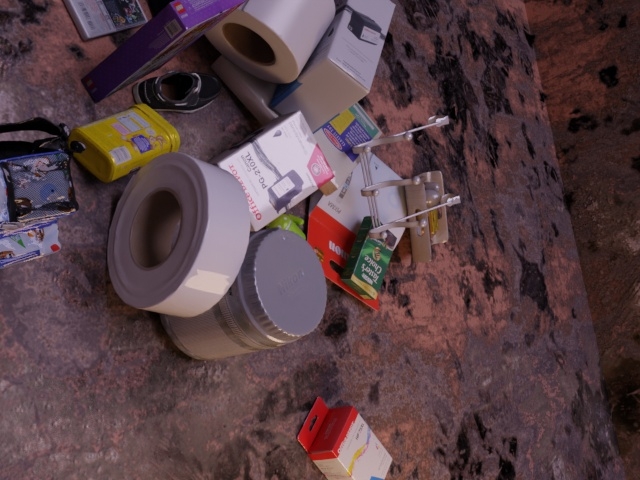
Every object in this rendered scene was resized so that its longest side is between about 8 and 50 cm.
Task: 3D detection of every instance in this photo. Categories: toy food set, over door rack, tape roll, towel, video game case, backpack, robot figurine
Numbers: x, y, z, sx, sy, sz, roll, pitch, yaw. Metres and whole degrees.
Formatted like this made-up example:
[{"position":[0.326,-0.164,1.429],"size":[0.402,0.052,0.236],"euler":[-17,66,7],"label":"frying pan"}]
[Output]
[{"position":[0.316,-0.075,2.209],"size":[0.306,0.092,0.220],"euler":[-28,112,-68],"label":"toy food set"},{"position":[0.235,-0.164,1.941],"size":[0.324,0.108,0.240],"euler":[-24,111,-36],"label":"over door rack"},{"position":[-0.257,-0.011,1.388],"size":[0.100,0.286,0.286],"euler":[19,63,-46],"label":"tape roll"},{"position":[0.000,0.000,1.931],"size":[0.060,0.009,0.083],"euler":[51,43,-28],"label":"towel"},{"position":[-0.446,-0.501,1.544],"size":[0.173,0.022,0.190],"euler":[-38,107,-50],"label":"video game case"},{"position":[-0.112,-0.477,1.658],"size":[0.246,0.246,0.169],"euler":[42,69,-35],"label":"tape roll"},{"position":[-0.516,-0.061,1.124],"size":[0.263,0.276,0.213],"euler":[-9,97,-49],"label":"backpack"},{"position":[-0.079,-0.013,1.788],"size":[0.115,0.067,0.101],"euler":[50,56,-28],"label":"robot figurine"}]

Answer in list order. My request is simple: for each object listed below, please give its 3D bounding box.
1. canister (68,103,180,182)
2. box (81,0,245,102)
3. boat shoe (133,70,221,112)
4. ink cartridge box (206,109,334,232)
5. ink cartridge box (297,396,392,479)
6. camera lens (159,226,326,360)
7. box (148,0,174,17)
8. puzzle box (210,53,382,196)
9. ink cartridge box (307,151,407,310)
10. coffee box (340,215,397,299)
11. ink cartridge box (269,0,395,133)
[{"position":[-0.366,-0.183,1.455],"size":[0.126,0.073,0.170],"euler":[40,40,14],"label":"canister"},{"position":[-0.294,-0.376,1.464],"size":[0.057,0.293,0.201],"euler":[56,40,-12],"label":"box"},{"position":[-0.281,-0.316,1.638],"size":[0.233,0.079,0.084],"euler":[-22,93,-54],"label":"boat shoe"},{"position":[-0.114,-0.148,1.697],"size":[0.237,0.100,0.172],"euler":[-37,108,-25],"label":"ink cartridge box"},{"position":[0.058,0.474,1.773],"size":[0.231,0.078,0.134],"euler":[55,41,-22],"label":"ink cartridge box"},{"position":[-0.154,0.105,1.480],"size":[0.219,0.274,0.220],"euler":[22,61,-46],"label":"camera lens"},{"position":[-0.302,-0.565,1.690],"size":[0.158,0.093,0.156],"euler":[-26,98,-53],"label":"box"},{"position":[-0.045,-0.333,1.878],"size":[0.409,0.052,0.272],"euler":[48,46,-11],"label":"puzzle box"},{"position":[0.101,-0.055,2.002],"size":[0.308,0.091,0.385],"euler":[36,47,-40],"label":"ink cartridge box"},{"position":[0.124,0.045,1.960],"size":[0.113,0.040,0.184],"euler":[42,61,-37],"label":"coffee box"},{"position":[0.030,-0.426,1.795],"size":[0.129,0.223,0.308],"euler":[34,51,-22],"label":"ink cartridge box"}]
